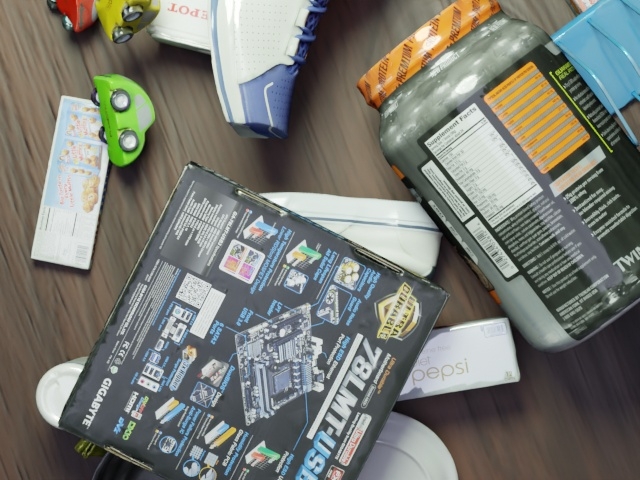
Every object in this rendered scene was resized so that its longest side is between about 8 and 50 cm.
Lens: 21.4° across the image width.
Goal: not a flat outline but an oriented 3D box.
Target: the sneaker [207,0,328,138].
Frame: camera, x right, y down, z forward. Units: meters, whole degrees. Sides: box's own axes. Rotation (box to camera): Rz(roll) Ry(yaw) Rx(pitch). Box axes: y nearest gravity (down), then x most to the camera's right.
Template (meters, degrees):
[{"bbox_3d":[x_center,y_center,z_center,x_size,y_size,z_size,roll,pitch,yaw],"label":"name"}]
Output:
[{"bbox_3d":[-0.016,-0.261,1.660,0.182,0.127,0.315,-2,89,4],"label":"sneaker"}]

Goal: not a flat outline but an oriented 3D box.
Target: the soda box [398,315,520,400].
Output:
[{"bbox_3d":[0.095,0.129,1.770,0.216,0.074,0.069,-9,89,3],"label":"soda box"}]

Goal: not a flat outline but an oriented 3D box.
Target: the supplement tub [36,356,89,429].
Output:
[{"bbox_3d":[-0.252,0.159,1.772,0.071,0.107,0.071,0,89,3],"label":"supplement tub"}]

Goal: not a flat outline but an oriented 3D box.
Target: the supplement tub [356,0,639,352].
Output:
[{"bbox_3d":[0.201,-0.072,1.696,0.207,0.207,0.338,-37,89,2],"label":"supplement tub"}]

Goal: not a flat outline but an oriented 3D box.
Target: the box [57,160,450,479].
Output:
[{"bbox_3d":[-0.066,0.115,1.688,0.293,0.073,0.295,26,92,-7],"label":"box"}]

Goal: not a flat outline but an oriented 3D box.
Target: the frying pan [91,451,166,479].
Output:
[{"bbox_3d":[-0.103,0.328,1.793,0.197,0.053,0.326,-41,95,3],"label":"frying pan"}]

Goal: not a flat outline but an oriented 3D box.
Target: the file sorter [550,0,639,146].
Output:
[{"bbox_3d":[0.343,-0.194,1.718,0.170,0.104,0.118,-37,122,3],"label":"file sorter"}]

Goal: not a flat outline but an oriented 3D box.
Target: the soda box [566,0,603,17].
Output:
[{"bbox_3d":[0.253,-0.320,1.770,0.063,0.058,0.183,-31,89,2],"label":"soda box"}]

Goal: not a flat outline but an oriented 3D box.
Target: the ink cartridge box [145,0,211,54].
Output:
[{"bbox_3d":[-0.077,-0.296,1.772,0.159,0.092,0.217,14,89,3],"label":"ink cartridge box"}]

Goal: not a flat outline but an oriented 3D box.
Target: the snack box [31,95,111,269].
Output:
[{"bbox_3d":[-0.261,-0.062,1.815,0.064,0.022,0.178,11,91,3],"label":"snack box"}]

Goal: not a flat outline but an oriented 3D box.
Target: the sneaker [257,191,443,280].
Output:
[{"bbox_3d":[0.000,0.000,1.765,0.258,0.094,0.091,3,86,2],"label":"sneaker"}]

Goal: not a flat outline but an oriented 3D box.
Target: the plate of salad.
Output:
[{"bbox_3d":[0.046,0.266,1.782,0.200,0.048,0.199,-2,108,-7],"label":"plate of salad"}]

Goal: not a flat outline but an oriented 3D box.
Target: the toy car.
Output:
[{"bbox_3d":[-0.210,-0.189,1.752,0.053,0.239,0.225,-17,108,-26],"label":"toy car"}]

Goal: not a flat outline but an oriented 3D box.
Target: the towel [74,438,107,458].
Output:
[{"bbox_3d":[-0.157,0.138,1.771,0.021,0.102,0.237,43,92,16],"label":"towel"}]
